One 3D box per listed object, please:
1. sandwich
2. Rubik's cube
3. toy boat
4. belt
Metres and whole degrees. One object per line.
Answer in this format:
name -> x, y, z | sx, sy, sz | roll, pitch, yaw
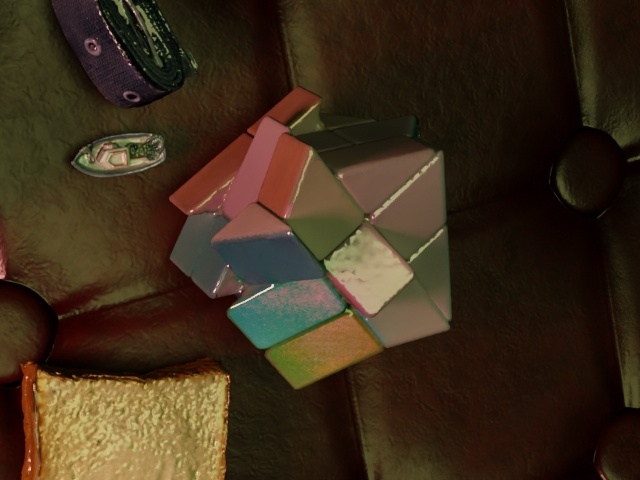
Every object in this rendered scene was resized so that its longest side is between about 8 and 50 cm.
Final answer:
sandwich -> -0.279, 0.305, 1.897 | 0.301, 0.099, 0.271 | 2, 100, -27
Rubik's cube -> 0.000, 0.000, 1.858 | 0.368, 0.358, 0.387 | -12, 111, -21
toy boat -> -0.282, -0.119, 1.866 | 0.140, 0.066, 0.059 | -10, 103, -22
belt -> -0.285, -0.283, 1.823 | 0.122, 0.128, 0.218 | -45, 113, -46
